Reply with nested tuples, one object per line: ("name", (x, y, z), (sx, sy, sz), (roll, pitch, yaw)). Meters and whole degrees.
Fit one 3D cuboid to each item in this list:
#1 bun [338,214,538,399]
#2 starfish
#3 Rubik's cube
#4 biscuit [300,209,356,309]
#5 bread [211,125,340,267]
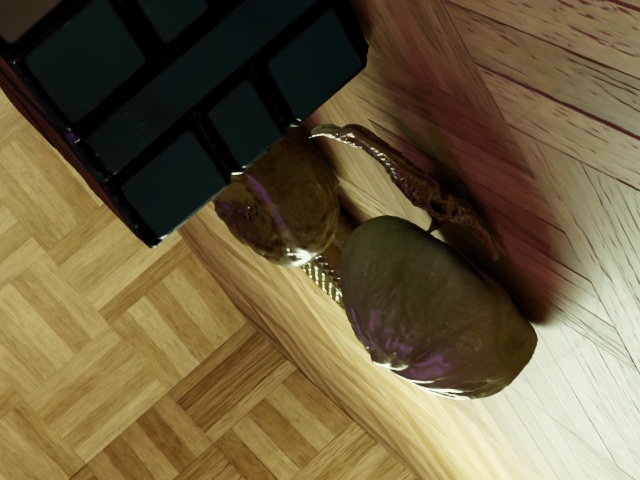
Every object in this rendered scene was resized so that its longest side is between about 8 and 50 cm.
("bun", (0.112, 0.080, 1.514), (0.244, 0.153, 0.244), (41, 174, 6))
("starfish", (0.085, -0.063, 1.378), (0.247, 0.050, 0.138), (40, 174, -36))
("Rubik's cube", (-0.169, -0.223, 1.231), (0.293, 0.288, 0.283), (40, 169, 34))
("biscuit", (0.000, 0.000, 1.999), (0.259, 0.079, 0.259), (47, 172, 8))
("bread", (-0.066, -0.077, 1.802), (0.230, 0.123, 0.230), (43, 159, 21))
